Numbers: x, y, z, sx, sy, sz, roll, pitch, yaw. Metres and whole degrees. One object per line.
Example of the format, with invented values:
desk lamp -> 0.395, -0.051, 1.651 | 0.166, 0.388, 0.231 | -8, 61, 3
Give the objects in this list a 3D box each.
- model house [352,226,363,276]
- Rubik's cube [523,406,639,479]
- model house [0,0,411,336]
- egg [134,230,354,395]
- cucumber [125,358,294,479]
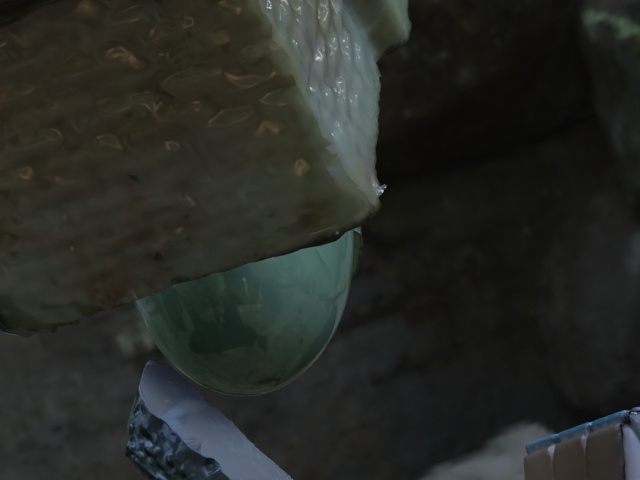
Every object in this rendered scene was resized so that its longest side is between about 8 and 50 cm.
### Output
model house -> 0.000, 0.000, 1.740 | 0.066, 0.079, 0.083 | 13, 27, -13
Rubik's cube -> 0.329, 0.274, 1.748 | 0.231, 0.221, 0.224 | 2, -14, -17
model house -> -0.107, -0.164, 0.924 | 0.243, 0.284, 0.298 | -15, 36, 10
egg -> -0.059, 0.001, 1.406 | 0.168, 0.231, 0.168 | -4, -29, -2
cucumber -> -0.077, 0.135, 1.239 | 0.070, 0.046, 0.220 | -12, 30, -35
